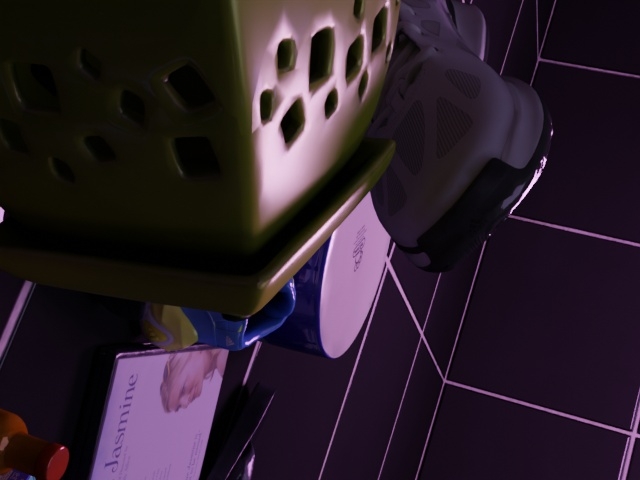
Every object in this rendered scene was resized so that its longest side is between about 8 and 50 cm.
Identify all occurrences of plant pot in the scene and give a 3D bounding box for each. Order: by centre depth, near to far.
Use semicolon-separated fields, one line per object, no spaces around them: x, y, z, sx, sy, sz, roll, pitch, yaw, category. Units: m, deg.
-0.082;-0.089;0.565;0.228;0.227;0.207;-47;137;-52;plant pot

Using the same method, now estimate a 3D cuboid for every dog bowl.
0.000;0.000;1.139;0.265;0.104;0.265;14;90;-72;dog bowl

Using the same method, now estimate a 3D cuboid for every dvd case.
-0.159;0.183;0.923;0.253;0.022;0.180;11;93;-72;dvd case

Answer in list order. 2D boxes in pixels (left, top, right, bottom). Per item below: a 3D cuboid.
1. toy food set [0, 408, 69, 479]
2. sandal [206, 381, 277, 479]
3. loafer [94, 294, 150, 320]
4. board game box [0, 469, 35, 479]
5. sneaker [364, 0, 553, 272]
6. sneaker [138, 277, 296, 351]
-0.233;0.112;0.502;0.232;0.104;0.111;64;43;-64;toy food set
-0.095;0.269;1.093;0.097;0.054;0.254;108;7;-53;sandal
-0.150;-0.013;0.742;0.061;0.062;0.170;-61;158;-47;loafer
-0.244;0.280;0.693;0.160;0.047;0.210;-58;155;-44;board game box
0.026;-0.160;0.819;0.169;0.257;0.447;-47;-159;23;sneaker
-0.065;0.024;0.921;0.091;0.126;0.240;87;24;-43;sneaker
